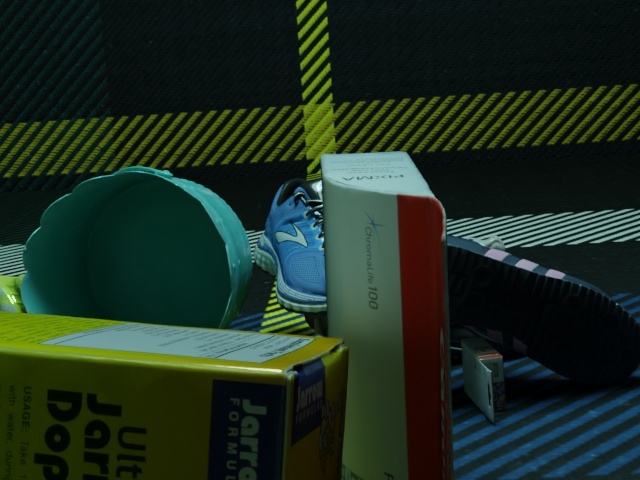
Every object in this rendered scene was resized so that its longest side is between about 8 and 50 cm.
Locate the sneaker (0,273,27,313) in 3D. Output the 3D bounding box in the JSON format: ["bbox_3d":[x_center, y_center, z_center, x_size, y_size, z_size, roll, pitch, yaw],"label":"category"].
[{"bbox_3d":[-0.474,0.096,1.700,0.240,0.091,0.126,0,-6,20],"label":"sneaker"}]

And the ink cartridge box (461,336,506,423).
[{"bbox_3d":[0.184,0.152,1.205,0.029,0.063,0.115,-7,12,-8],"label":"ink cartridge box"}]

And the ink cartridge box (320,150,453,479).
[{"bbox_3d":[0.047,0.106,0.867,0.091,0.308,0.385,-2,12,2],"label":"ink cartridge box"}]

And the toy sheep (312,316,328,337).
[{"bbox_3d":[0.030,0.137,1.277,0.132,0.091,0.091,0,11,-3],"label":"toy sheep"}]

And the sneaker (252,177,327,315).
[{"bbox_3d":[0.000,0.000,1.369,0.130,0.147,0.330,3,17,-23],"label":"sneaker"}]

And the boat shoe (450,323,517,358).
[{"bbox_3d":[0.168,0.112,1.381,0.206,0.065,0.075,14,33,-17],"label":"boat shoe"}]

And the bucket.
[{"bbox_3d":[-0.223,0.041,1.403,0.281,0.281,0.183,-2,5,9],"label":"bucket"}]

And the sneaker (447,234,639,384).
[{"bbox_3d":[0.220,0.064,1.253,0.319,0.112,0.131,25,10,-15],"label":"sneaker"}]

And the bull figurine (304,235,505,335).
[{"bbox_3d":[0.124,0.074,1.495,0.310,0.101,0.188,-15,17,-10],"label":"bull figurine"}]

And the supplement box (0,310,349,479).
[{"bbox_3d":[-0.174,0.163,0.809,0.356,0.195,0.194,3,2,13],"label":"supplement box"}]
